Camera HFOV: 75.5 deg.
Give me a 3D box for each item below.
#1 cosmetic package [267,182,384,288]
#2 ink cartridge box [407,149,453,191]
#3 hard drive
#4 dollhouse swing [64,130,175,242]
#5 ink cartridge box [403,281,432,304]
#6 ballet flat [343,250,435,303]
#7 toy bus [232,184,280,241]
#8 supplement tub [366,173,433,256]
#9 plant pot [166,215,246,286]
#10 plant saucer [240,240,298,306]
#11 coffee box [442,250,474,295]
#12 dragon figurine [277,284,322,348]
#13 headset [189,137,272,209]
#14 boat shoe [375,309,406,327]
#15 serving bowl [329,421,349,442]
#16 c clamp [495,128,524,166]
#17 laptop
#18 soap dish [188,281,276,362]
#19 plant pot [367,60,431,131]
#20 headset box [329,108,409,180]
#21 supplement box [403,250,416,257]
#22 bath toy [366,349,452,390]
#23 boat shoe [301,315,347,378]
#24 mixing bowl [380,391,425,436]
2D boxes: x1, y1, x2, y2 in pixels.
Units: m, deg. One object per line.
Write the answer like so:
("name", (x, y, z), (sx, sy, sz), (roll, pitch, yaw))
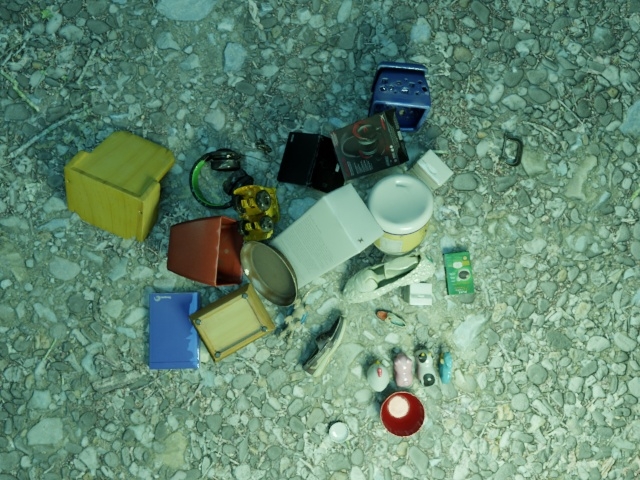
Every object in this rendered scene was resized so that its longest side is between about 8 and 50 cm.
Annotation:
("cosmetic package", (0.000, 0.000, 1.580), (0.162, 0.453, 0.230), (-31, 88, -40))
("ink cartridge box", (0.456, -0.285, 1.730), (0.082, 0.190, 0.139), (-43, 88, -3))
("hard drive", (-0.616, 0.380, 1.751), (0.211, 0.040, 0.318), (-1, 87, -1))
("dollhouse swing", (-0.833, -0.241, 1.778), (0.347, 0.304, 0.315), (23, 128, 0))
("ink cartridge box", (0.407, 0.219, 1.722), (0.092, 0.143, 0.089), (1, 87, -1))
("ballet flat", (0.257, 0.135, 1.673), (0.409, 0.147, 0.146), (-23, 87, 18))
("toy bus", (-0.237, -0.117, 1.708), (0.150, 0.211, 0.220), (-7, 94, 28))
("supplement tub", (0.305, -0.084, 1.622), (0.241, 0.331, 0.240), (-3, 68, 7))
("plant pot", (-0.467, 0.041, 1.677), (0.236, 0.267, 0.266), (3, 86, 11))
("plant saucer", (-0.201, 0.129, 1.676), (0.310, 0.311, 0.050), (51, 50, 2))
("coffee box", (0.594, 0.141, 1.781), (0.113, 0.040, 0.184), (-7, 86, -1))
("dragon figurine", (-0.097, 0.308, 1.738), (0.085, 0.144, 0.289), (26, 69, -1))
("headset", (-0.377, -0.287, 1.723), (0.395, 0.185, 0.243), (-29, 88, 9))
("boat shoe", (0.302, 0.336, 1.765), (0.137, 0.043, 0.049), (25, 88, 2))
("serving bowl", (0.079, 0.805, 1.741), (0.084, 0.027, 0.083), (0, 87, 0))
("c clamp", (0.832, -0.405, 1.830), (0.137, 0.022, 0.160), (6, 85, -5))
("laptop", (-0.023, -0.334, 1.817), (0.265, 0.137, 0.234), (16, 87, -25))
("soap dish", (-0.363, 0.341, 1.701), (0.291, 0.118, 0.228), (-29, 92, -9))
("plant pot", (0.323, -0.606, 1.735), (0.236, 0.236, 0.211), (3, 79, -1))
("headset box", (0.186, -0.382, 1.697), (0.294, 0.110, 0.217), (-11, 103, 37))
("supplement box", (0.373, 0.030, 1.784), (0.055, 0.043, 0.083), (-20, 86, -2))
("bath toy", (0.364, 0.533, 1.713), (0.349, 0.129, 0.151), (-7, 53, -2))
("boat shoe", (0.017, 0.437, 1.728), (0.093, 0.103, 0.285), (28, 92, -4))
("mixing bowl", (0.333, 0.705, 1.715), (0.182, 0.098, 0.181), (0, 87, 0))
